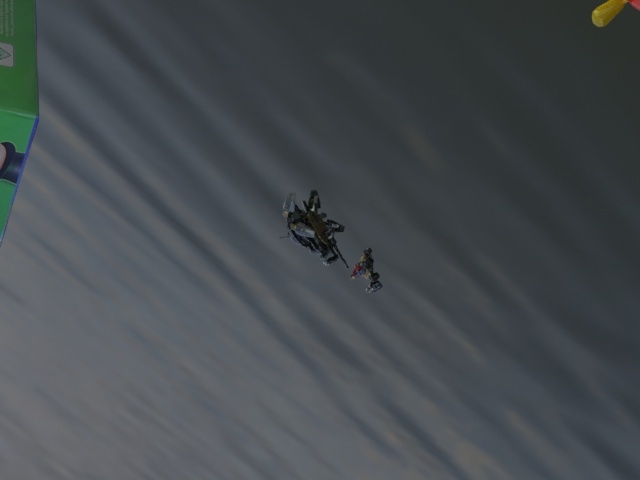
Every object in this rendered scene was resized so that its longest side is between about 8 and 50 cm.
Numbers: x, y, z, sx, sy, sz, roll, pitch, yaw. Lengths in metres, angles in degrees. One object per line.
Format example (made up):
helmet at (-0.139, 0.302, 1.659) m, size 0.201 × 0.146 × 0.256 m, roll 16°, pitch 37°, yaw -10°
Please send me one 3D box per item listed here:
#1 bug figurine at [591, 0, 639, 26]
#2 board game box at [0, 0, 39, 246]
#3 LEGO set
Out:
bug figurine at (0.260, -0.107, 0.860) m, size 0.216 × 0.072 × 0.279 m, roll -20°, pitch 148°, yaw 17°
board game box at (-0.185, -0.071, 0.852) m, size 0.046 × 0.317 × 0.213 m, roll 11°, pitch 126°, yaw -18°
LEGO set at (0.001, 0.002, 0.946) m, size 0.083 × 0.023 × 0.054 m, roll 50°, pitch -160°, yaw -24°
